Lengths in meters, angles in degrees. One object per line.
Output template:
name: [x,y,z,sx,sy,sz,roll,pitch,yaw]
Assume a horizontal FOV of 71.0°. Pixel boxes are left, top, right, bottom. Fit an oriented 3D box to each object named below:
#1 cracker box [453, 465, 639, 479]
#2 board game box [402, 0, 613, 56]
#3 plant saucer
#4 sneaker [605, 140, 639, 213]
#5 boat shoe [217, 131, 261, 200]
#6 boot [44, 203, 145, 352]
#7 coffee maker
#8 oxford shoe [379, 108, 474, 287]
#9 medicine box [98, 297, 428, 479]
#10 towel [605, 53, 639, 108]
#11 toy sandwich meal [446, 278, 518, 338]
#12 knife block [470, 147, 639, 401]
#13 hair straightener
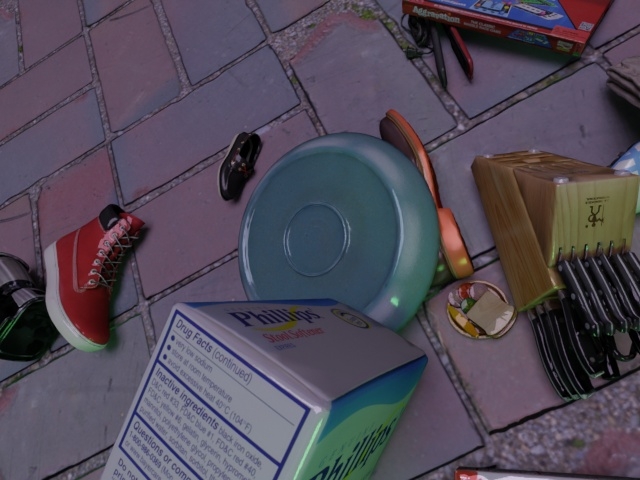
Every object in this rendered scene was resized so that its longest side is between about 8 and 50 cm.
cracker box: [0.252,0.308,0.424,0.232,0.067,0.155,-6,66,19]
board game box: [0.287,-0.374,0.697,0.281,0.027,0.145,28,67,24]
plant saucer: [0.000,0.000,0.611,0.318,0.044,0.317,-5,80,31]
sneaker: [0.426,-0.084,0.510,0.237,0.085,0.086,-27,38,6]
boat shoe: [-0.138,-0.128,0.765,0.042,0.049,0.133,2,64,30]
boot: [-0.362,0.049,0.756,0.176,0.088,0.244,-35,57,2]
coffee maker: [-0.551,0.133,0.786,0.178,0.120,0.171,31,105,29]
oxford shoe: [0.116,-0.064,0.620,0.098,0.097,0.271,-23,62,17]
medicine box: [-0.051,0.212,0.429,0.149,0.263,0.289,28,97,27]
towel: [0.500,-0.189,0.500,0.282,0.049,0.187,-6,32,17]
toy sandwich meal: [0.198,0.085,0.560,0.086,0.029,0.085,-8,66,17]
knife block: [0.269,0.031,0.525,0.088,0.242,0.275,-6,20,-4]
hair straightener: [0.176,-0.341,0.738,0.089,0.047,0.230,-17,63,13]
